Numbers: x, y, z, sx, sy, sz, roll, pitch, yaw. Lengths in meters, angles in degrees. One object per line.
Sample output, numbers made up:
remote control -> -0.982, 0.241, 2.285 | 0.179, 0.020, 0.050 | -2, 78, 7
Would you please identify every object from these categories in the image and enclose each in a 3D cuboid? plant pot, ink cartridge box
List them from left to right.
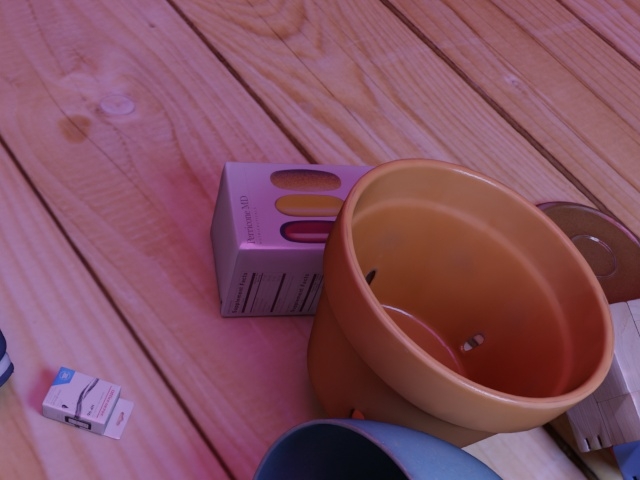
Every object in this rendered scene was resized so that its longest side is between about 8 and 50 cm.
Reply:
ink cartridge box -> -0.239, 0.169, 0.858 | 0.083, 0.028, 0.048 | 19, 49, -3
plant pot -> 0.088, 0.294, 0.717 | 0.195, 0.290, 0.290 | 3, 49, -37
plant pot -> 0.115, 0.090, 0.840 | 0.290, 0.203, 0.291 | 16, 44, -16
plant pot -> 0.377, 0.029, 1.165 | 0.236, 0.032, 0.236 | 8, 51, -10

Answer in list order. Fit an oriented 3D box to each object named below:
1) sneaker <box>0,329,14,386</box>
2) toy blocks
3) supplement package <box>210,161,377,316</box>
sneaker -> -0.397, 0.064, 0.863 | 0.099, 0.153, 0.282 | -18, 29, -26
toy blocks -> 0.427, 0.196, 0.960 | 0.381, 0.190, 0.261 | -5, 71, -32
supplement package -> 0.000, 0.000, 1.001 | 0.244, 0.134, 0.139 | 0, 51, -18
